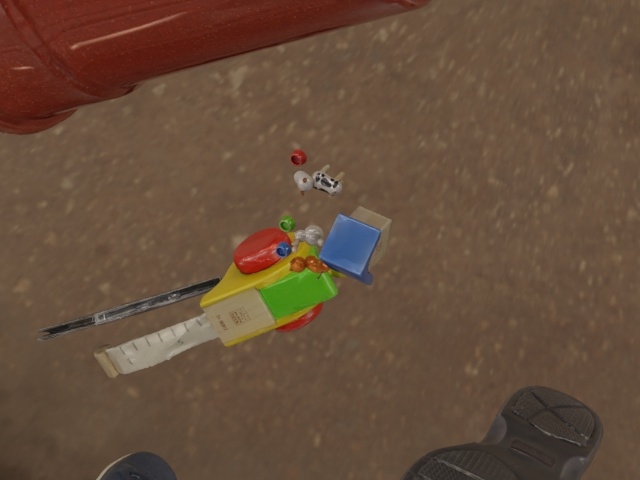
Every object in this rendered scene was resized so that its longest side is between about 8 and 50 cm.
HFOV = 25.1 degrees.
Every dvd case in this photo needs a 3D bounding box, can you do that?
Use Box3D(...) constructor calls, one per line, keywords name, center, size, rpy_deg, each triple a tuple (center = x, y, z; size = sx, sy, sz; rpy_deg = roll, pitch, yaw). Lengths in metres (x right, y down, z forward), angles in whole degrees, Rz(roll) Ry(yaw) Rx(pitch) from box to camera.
Box3D(name="dvd case", center=(-0.233, 0.084, 1.734), size=(0.221, 0.164, 0.018), rpy_deg=(-16, 91, 61))

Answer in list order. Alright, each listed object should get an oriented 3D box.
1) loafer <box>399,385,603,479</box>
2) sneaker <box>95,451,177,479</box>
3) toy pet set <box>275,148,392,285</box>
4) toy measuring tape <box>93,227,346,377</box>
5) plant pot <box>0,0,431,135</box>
Box3D(name="loafer", center=(0.129, 0.200, 1.067), size=(0.109, 0.302, 0.095), rpy_deg=(28, 115, 20))
Box3D(name="sneaker", center=(-0.219, 0.341, 1.701), size=(0.131, 0.350, 0.148), rpy_deg=(36, 117, -8))
Box3D(name="toy pet set", center=(0.000, 0.000, 1.283), size=(0.114, 0.065, 0.122), rpy_deg=(24, 130, 19))
Box3D(name="toy measuring tape", center=(-0.104, 0.067, 1.663), size=(0.330, 0.121, 0.121), rpy_deg=(-22, 103, 16))
Box3D(name="plant pot", center=(-0.078, -0.210, 0.815), size=(0.265, 0.272, 0.273), rpy_deg=(-6, 108, 23))
